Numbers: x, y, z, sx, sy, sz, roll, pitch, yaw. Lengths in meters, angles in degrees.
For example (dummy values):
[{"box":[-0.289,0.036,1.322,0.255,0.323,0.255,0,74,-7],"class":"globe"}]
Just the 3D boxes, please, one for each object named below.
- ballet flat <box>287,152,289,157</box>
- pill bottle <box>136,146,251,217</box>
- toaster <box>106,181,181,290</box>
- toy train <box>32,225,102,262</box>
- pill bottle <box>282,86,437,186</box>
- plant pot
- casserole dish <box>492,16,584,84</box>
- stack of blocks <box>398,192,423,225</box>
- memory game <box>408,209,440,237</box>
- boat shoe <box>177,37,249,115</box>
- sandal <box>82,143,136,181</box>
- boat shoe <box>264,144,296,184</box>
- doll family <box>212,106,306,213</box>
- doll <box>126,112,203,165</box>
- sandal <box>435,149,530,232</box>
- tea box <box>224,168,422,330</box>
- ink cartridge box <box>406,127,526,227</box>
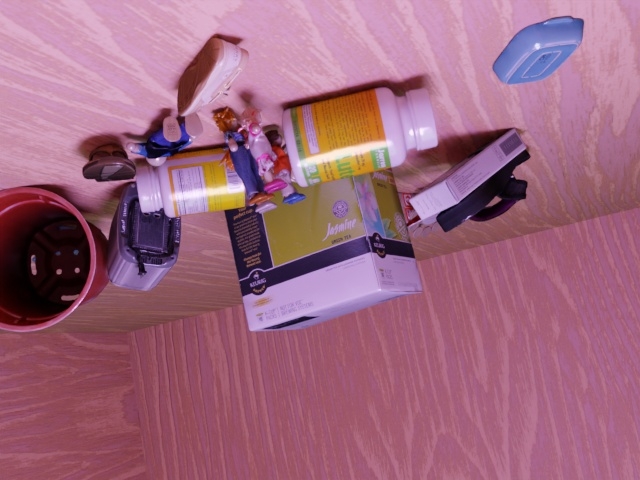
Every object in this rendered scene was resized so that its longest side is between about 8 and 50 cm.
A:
[{"box":[0.057,-0.188,1.352,0.248,0.086,0.086,-13,169,-3],"class":"ballet flat"},{"box":[-0.231,-0.108,1.371,0.214,0.117,0.117,-9,169,-10],"class":"pill bottle"},{"box":[-0.364,0.004,1.500,0.129,0.227,0.146,10,147,-26],"class":"toaster"},{"box":[-0.600,0.008,1.724,0.105,0.080,0.184,-26,161,25],"class":"toy train"},{"box":[0.068,-0.182,1.242,0.245,0.137,0.136,-12,169,6],"class":"pill bottle"},{"box":[-0.560,0.043,1.505,0.272,0.273,0.265,-11,177,-2],"class":"plant pot"},{"box":[0.354,-0.300,1.190,0.114,0.037,0.188,-10,168,-9],"class":"casserole dish"},{"box":[0.157,-0.050,2.128,0.171,0.087,0.297,0,164,-46],"class":"stack of blocks"},{"box":[0.311,-0.084,2.020,0.186,0.012,0.186,-27,141,-25],"class":"memory game"},{"box":[-0.152,-0.220,1.026,0.059,0.063,0.170,3,163,-31],"class":"boat shoe"},{"box":[-0.363,-0.136,1.280,0.089,0.060,0.219,-3,-178,-8],"class":"sandal"},{"box":[-0.050,-0.150,1.455,0.068,0.072,0.190,0,165,-43],"class":"boat shoe"},{"box":[-0.122,-0.137,1.232,0.118,0.163,0.263,-22,173,5],"class":"doll family"},{"box":[-0.262,-0.166,1.235,0.129,0.046,0.189,-16,179,-26],"class":"doll"},{"box":[0.392,-0.096,1.697,0.167,0.107,0.445,-36,180,38],"class":"sandal"},{"box":[0.000,0.000,1.580,0.328,0.324,0.220,-19,167,29],"class":"tea box"},{"box":[0.296,-0.131,1.640,0.275,0.060,0.239,-36,-176,-34],"class":"ink cartridge box"}]
